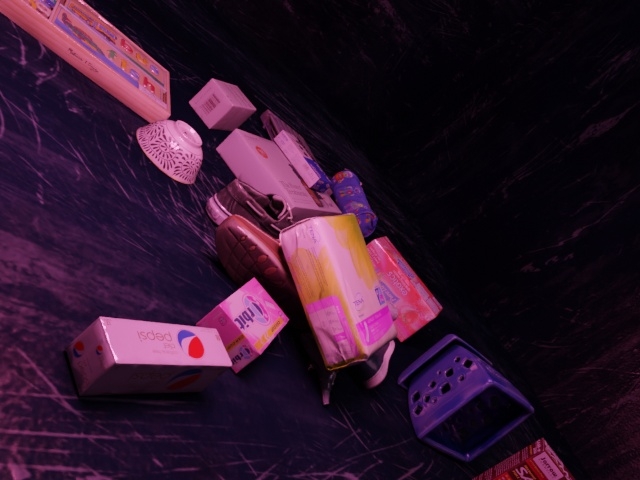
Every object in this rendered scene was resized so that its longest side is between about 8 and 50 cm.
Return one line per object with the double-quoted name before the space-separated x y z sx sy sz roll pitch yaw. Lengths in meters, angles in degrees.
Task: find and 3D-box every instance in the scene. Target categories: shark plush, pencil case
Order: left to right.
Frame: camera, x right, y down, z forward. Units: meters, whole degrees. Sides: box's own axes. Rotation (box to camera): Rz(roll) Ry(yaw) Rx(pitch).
"shark plush" -0.005 0.265 1.172 0.067 0.073 0.161 16 54 -28
"pencil case" 0.123 -0.142 2.173 0.306 0.133 0.119 -109 -174 -48

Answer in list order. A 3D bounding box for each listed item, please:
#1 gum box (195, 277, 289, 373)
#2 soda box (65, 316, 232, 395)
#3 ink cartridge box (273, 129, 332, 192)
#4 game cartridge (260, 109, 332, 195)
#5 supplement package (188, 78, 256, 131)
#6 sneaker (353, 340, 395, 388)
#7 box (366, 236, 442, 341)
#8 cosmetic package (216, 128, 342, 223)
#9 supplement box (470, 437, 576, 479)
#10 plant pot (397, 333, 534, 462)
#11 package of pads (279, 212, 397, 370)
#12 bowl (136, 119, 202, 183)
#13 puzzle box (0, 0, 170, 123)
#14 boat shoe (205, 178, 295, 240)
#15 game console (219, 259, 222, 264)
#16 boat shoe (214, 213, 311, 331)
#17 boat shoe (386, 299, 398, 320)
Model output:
"gum box" -0.133 0.145 1.031 0.107 0.062 0.188 50 17 -1
"soda box" -0.220 0.157 0.766 0.216 0.074 0.069 21 33 -58
"ink cartridge box" -0.053 -0.243 1.762 0.207 0.046 0.097 55 18 19
"game cartridge" -0.092 -0.315 2.119 0.230 0.068 0.355 38 20 -46
"supplement package" -0.290 -0.402 1.719 0.105 0.105 0.179 51 17 4
"sneaker" 0.097 0.234 1.383 0.163 0.086 0.226 50 17 -5
"box" 0.228 0.147 1.796 0.300 0.142 0.154 52 17 9
"cosmetic package" -0.110 -0.169 1.706 0.284 0.097 0.377 51 17 14
"supplement box" 0.436 0.563 1.274 0.130 0.239 0.073 52 17 9
"plant pot" 0.354 0.391 1.465 0.236 0.236 0.212 37 15 -35
"package of pads" 0.041 0.095 1.168 0.229 0.101 0.297 -9 78 -66
"bowl" -0.322 -0.217 1.293 0.170 0.080 0.170 43 19 -19
"puzzle box" -0.527 -0.459 1.338 0.409 0.052 0.272 37 21 -36
"boat shoe" -0.122 -0.051 1.375 0.335 0.119 0.121 22 32 -57
"game console" -0.150 0.031 1.224 0.122 0.107 0.071 41 -9 -29
"boat shoe" -0.093 0.057 1.189 0.324 0.123 0.116 51 36 -32
"boat shoe" 0.113 0.172 1.422 0.081 0.079 0.227 28 -12 -22
